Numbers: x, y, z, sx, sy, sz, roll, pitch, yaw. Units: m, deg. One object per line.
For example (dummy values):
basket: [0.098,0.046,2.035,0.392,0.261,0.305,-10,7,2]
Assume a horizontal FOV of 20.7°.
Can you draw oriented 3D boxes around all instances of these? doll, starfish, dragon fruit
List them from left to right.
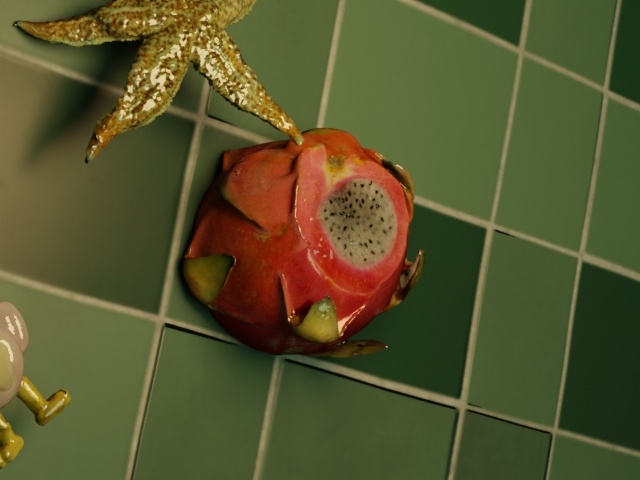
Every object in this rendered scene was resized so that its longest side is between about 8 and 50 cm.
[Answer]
doll: [-0.410,0.067,1.832,0.160,0.094,0.365,-45,115,-34]
starfish: [-0.174,-0.258,1.998,0.347,0.078,0.357,-12,75,-21]
dragon fruit: [0.000,0.000,2.097,0.291,0.189,0.290,2,87,-38]
